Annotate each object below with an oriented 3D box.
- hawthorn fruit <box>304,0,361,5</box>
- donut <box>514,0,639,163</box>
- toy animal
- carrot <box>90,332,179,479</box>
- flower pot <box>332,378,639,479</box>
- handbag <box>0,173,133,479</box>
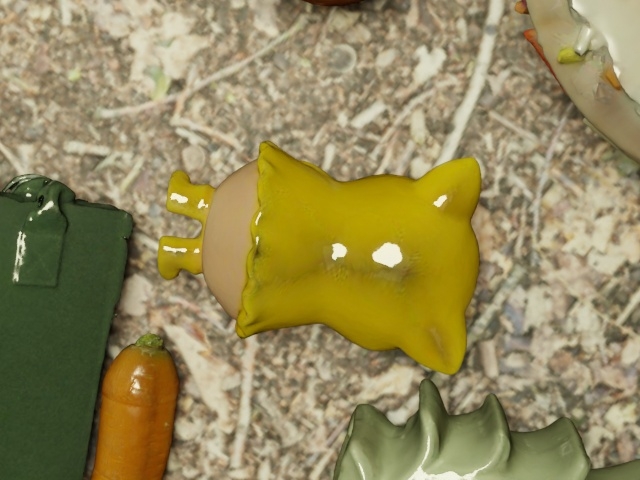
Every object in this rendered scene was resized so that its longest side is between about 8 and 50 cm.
[{"bbox_3d":[-0.033,-0.271,0.611,0.251,0.199,0.199,20,96,14],"label":"hawthorn fruit"},{"bbox_3d":[0.312,-0.207,0.633,0.383,0.142,0.382,0,95,0],"label":"donut"},{"bbox_3d":[0.000,0.005,0.658,0.230,0.156,0.156,6,96,2],"label":"toy animal"},{"bbox_3d":[-0.164,0.200,0.720,0.066,0.062,0.271,11,102,-35],"label":"carrot"},{"bbox_3d":[0.100,0.301,0.677,0.254,0.164,0.367,17,96,4],"label":"flower pot"},{"bbox_3d":[-0.268,0.075,0.622,0.247,0.079,0.260,8,97,-44],"label":"handbag"}]
